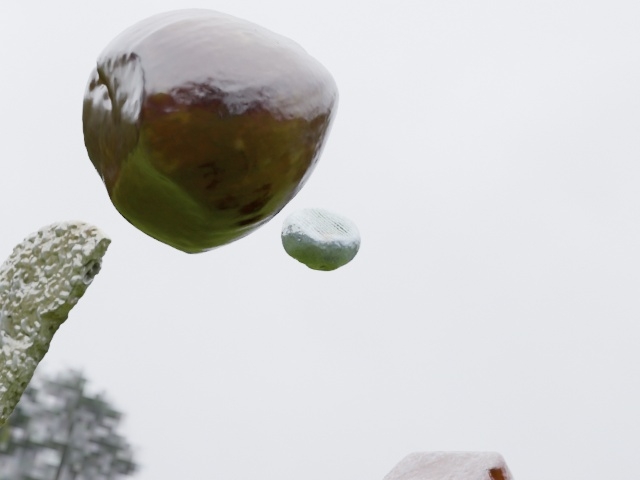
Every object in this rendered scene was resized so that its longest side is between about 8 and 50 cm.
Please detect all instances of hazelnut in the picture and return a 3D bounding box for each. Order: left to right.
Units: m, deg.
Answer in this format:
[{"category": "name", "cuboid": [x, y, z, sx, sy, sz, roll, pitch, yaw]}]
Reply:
[{"category": "hazelnut", "cuboid": [-0.090, -0.092, 1.566, 0.218, 0.218, 0.234, 31, -2, -33]}]

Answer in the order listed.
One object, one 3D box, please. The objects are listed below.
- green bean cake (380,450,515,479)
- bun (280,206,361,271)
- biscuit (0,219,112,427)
[{"category": "green bean cake", "cuboid": [0.101, 0.251, 1.678, 0.135, 0.135, 0.056, -9, -63, 48]}, {"category": "bun", "cuboid": [0.000, 0.000, 1.769, 0.083, 0.083, 0.045, 17, -62, -9]}, {"category": "biscuit", "cuboid": [-0.317, 0.071, 1.946, 0.032, 0.250, 0.133, 21, 16, -46]}]
